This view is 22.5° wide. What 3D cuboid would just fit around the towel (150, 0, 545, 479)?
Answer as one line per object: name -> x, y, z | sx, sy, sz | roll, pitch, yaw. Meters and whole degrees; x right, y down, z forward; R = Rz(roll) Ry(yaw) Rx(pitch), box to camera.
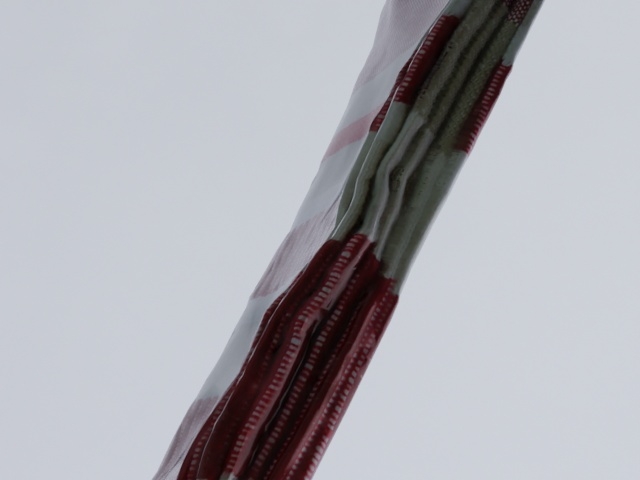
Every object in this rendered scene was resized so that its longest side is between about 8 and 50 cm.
towel -> 0.000, 0.000, 0.577 | 0.037, 0.237, 0.329 | 29, -111, -5
